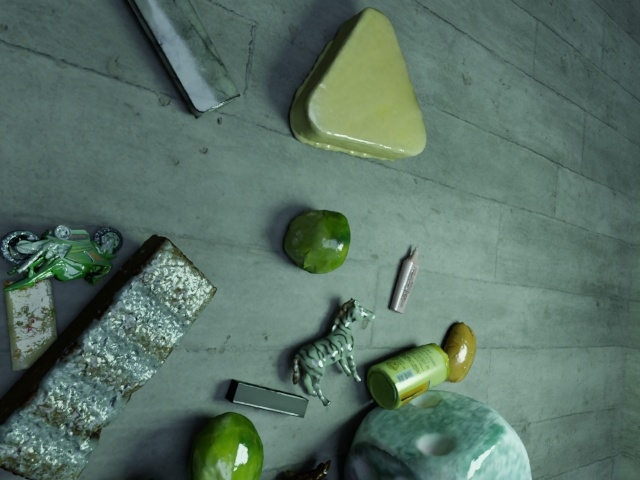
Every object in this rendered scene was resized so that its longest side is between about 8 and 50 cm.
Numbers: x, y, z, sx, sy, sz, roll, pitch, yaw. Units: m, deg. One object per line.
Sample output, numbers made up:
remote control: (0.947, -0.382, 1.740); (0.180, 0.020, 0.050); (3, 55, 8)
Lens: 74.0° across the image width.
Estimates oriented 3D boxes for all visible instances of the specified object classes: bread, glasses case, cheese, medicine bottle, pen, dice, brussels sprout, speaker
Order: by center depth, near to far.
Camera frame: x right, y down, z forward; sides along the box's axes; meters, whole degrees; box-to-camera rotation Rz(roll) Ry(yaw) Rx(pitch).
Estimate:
bread: (-0.486, 0.140, 0.715); (0.068, 0.028, 0.153); (-5, 95, -36)
bread: (-0.362, 0.195, 0.735); (0.416, 0.113, 0.165); (-55, 132, -21)
glasses case: (-0.277, -0.400, 0.833); (0.114, 0.060, 0.299); (-38, 110, -27)
brussels sprout: (-0.186, 0.441, 0.845); (0.144, 0.161, 0.180); (11, 94, -2)
speaker: (-0.116, 0.356, 0.956); (0.191, 0.040, 0.046); (27, 73, -31)
brussels sprout: (0.003, 0.003, 0.985); (0.149, 0.122, 0.151); (-25, 105, -34)
dice: (0.282, 0.592, 1.041); (0.348, 0.330, 0.327); (-12, 97, -36)
cheese: (0.081, -0.346, 1.048); (0.384, 0.104, 0.383); (0, 91, -34)
medicine bottle: (0.246, 0.362, 1.152); (0.239, 0.124, 0.124); (-10, 95, -34)
pen: (0.246, 0.109, 1.203); (0.053, 0.032, 0.197); (25, 78, -31)
bread: (0.430, 0.346, 1.304); (0.114, 0.077, 0.189); (26, 79, -27)

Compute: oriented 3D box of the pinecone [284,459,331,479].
pinecone: (-0.013, 0.623, 0.951); (0.186, 0.169, 0.212); (-25, 91, -17)

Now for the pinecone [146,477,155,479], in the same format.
pinecone: (-0.317, 0.548, 0.719); (0.244, 0.243, 0.257); (-20, 144, -32)

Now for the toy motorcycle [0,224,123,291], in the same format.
toy motorcycle: (-0.430, 0.029, 0.723); (0.190, 0.074, 0.106); (-5, 88, -48)

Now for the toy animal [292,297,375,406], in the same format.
toy animal: (0.044, 0.279, 1.041); (0.255, 0.090, 0.170); (-44, 108, -28)
